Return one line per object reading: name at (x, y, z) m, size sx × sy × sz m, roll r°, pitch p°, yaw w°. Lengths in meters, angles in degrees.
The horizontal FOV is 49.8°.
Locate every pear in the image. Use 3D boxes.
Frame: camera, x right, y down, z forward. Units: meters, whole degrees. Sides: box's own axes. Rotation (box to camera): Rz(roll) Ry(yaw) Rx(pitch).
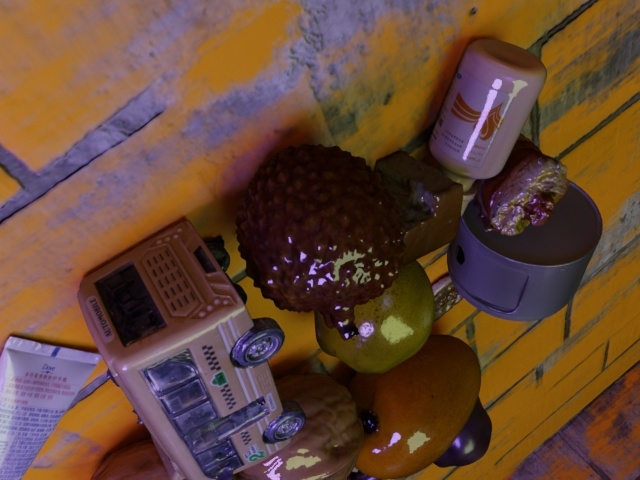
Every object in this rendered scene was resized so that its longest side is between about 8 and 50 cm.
pear at (0.085, 0.106, 1.047) m, size 0.198 × 0.198 × 0.198 m, roll -27°, pitch 143°, yaw -22°

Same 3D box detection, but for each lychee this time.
lychee at (0.000, 0.000, 0.801) m, size 0.200 × 0.238 × 0.200 m, roll -12°, pitch 169°, yaw -3°

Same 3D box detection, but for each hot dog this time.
hot dog at (0.295, -0.083, 1.043) m, size 0.103 × 0.213 × 0.146 m, roll 36°, pitch 112°, yaw -19°

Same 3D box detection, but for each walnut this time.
walnut at (-0.241, 0.388, 1.028) m, size 0.222 × 0.195 × 0.195 m, roll -4°, pitch 131°, yaw -32°
walnut at (-0.041, 0.336, 1.154) m, size 0.261 × 0.225 × 0.224 m, roll -17°, pitch 139°, yaw -39°

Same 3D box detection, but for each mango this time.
mango at (0.187, 0.312, 1.360) m, size 0.378 × 0.221 × 0.263 m, roll -22°, pitch 146°, yaw -47°

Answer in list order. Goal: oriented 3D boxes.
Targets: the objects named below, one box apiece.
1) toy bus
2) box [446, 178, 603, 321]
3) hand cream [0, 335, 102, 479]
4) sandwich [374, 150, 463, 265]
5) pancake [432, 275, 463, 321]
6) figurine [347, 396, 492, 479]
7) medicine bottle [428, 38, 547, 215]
toy bus at (-0.155, 0.162, 0.881) m, size 0.202 × 0.177 × 0.365 m, roll -28°, pitch 141°, yaw -15°
box at (0.333, 0.005, 1.149) m, size 0.226 × 0.226 × 0.149 m, roll -26°, pitch 143°, yaw -23°
hand cream at (-0.376, 0.226, 0.821) m, size 0.247 × 0.083 × 0.133 m, roll -57°, pitch 145°, yaw 0°
sandwich at (0.066, -0.017, 0.942) m, size 0.236 × 0.122 × 0.128 m, roll -28°, pitch 141°, yaw -23°
pancake at (0.246, 0.112, 1.363) m, size 0.140 × 0.022 × 0.139 m, roll -27°, pitch 144°, yaw -21°
figurine at (0.226, 0.457, 1.626) m, size 0.365 × 0.206 × 0.218 m, roll -28°, pitch 143°, yaw 20°
medicine bottle at (0.214, -0.145, 0.964) m, size 0.114 × 0.114 × 0.252 m, roll -15°, pitch 138°, yaw -35°
